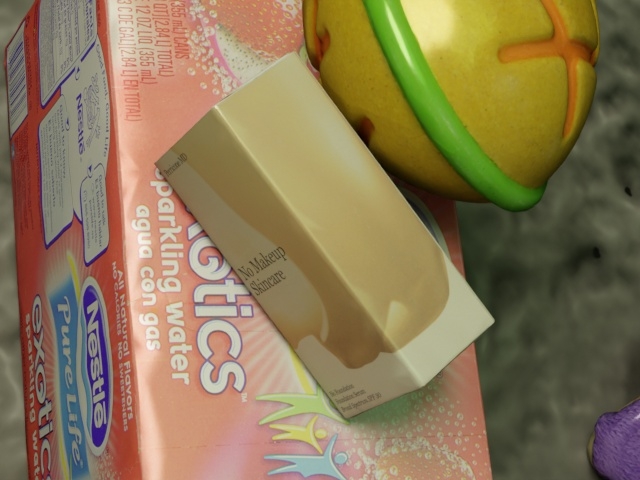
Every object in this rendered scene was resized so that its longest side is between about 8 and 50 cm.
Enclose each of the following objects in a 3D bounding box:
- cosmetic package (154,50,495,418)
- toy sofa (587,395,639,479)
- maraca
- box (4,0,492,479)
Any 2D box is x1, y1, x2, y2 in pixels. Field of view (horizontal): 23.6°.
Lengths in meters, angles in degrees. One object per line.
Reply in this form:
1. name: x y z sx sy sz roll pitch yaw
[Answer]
1. cosmetic package: 0.000 0.000 0.524 0.041 0.060 0.115 -38 91 -31
2. toy sofa: 0.307 0.159 0.702 0.362 0.150 0.177 43 94 -8
3. maraca: 0.045 -0.091 0.555 0.127 0.099 0.185 46 29 -42
4. box: -0.035 0.033 0.617 0.142 0.154 0.300 1 73 -25
